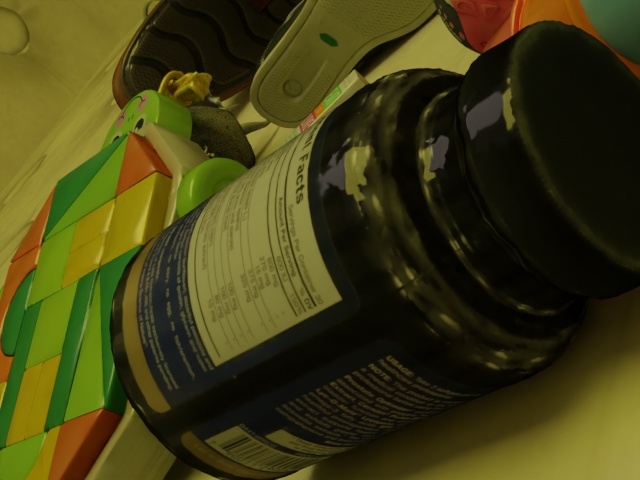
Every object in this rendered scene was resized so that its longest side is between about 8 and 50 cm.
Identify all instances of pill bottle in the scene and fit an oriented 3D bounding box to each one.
[{"bbox_3d":[0.024,0.010,0.459,0.219,0.123,0.123,-30,25,41],"label":"pill bottle"}]

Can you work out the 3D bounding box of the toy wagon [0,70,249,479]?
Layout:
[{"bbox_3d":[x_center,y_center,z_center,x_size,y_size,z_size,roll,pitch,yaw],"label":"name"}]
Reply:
[{"bbox_3d":[-0.140,0.030,0.765,0.267,0.068,0.344,-25,49,46],"label":"toy wagon"}]

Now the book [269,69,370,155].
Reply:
[{"bbox_3d":[0.000,0.000,0.585,0.144,0.096,0.035,-45,18,11],"label":"book"}]

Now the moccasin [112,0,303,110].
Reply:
[{"bbox_3d":[-0.110,-0.255,1.330,0.147,0.139,0.380,-29,26,50],"label":"moccasin"}]

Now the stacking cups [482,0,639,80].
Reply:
[{"bbox_3d":[0.125,-0.099,0.406,0.096,0.096,0.316,-54,4,-17],"label":"stacking cups"}]

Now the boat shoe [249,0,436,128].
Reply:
[{"bbox_3d":[0.029,-0.188,0.941,0.233,0.084,0.079,-41,19,34],"label":"boat shoe"}]

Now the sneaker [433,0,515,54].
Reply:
[{"bbox_3d":[0.110,-0.181,0.717,0.299,0.121,0.112,-77,4,-56],"label":"sneaker"}]

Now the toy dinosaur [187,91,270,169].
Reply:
[{"bbox_3d":[-0.108,-0.049,0.919,0.160,0.121,0.313,-62,13,2],"label":"toy dinosaur"}]
